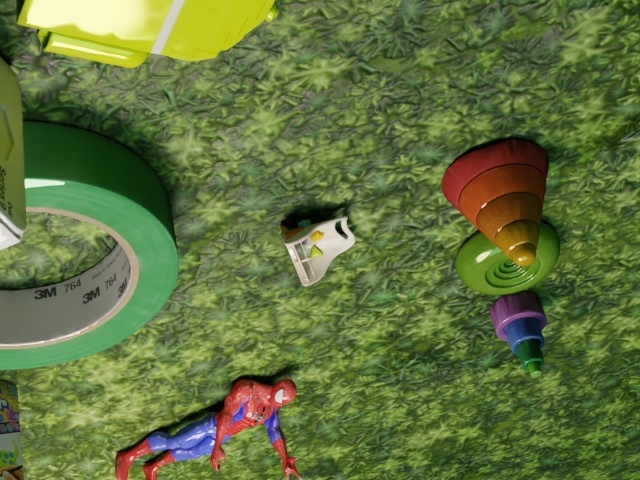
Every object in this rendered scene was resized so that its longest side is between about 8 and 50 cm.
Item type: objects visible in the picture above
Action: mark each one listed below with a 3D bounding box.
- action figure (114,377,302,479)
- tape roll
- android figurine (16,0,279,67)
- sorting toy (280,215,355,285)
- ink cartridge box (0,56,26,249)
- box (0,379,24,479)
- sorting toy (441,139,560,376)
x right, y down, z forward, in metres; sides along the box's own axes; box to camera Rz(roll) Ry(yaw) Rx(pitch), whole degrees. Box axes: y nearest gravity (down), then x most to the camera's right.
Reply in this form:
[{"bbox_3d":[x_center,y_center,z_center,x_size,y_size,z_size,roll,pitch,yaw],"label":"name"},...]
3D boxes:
[{"bbox_3d":[-0.133,0.277,1.718,0.280,0.139,0.091,-35,140,23],"label":"action figure"},{"bbox_3d":[-0.308,0.014,1.361,0.321,0.077,0.321,-8,144,-6],"label":"tape roll"},{"bbox_3d":[-0.146,-0.236,1.100,0.273,0.056,0.248,6,139,-24],"label":"android figurine"},{"bbox_3d":[0.000,0.000,1.471,0.075,0.045,0.083,-22,143,-1],"label":"sorting toy"},{"bbox_3d":[-0.406,-0.056,1.128,0.289,0.211,0.121,-22,141,10],"label":"ink cartridge box"},{"bbox_3d":[-0.500,0.326,1.542,0.290,0.279,0.177,-35,139,26],"label":"box"},{"bbox_3d":[0.227,0.045,1.528,0.127,0.126,0.365,-15,143,2],"label":"sorting toy"}]
